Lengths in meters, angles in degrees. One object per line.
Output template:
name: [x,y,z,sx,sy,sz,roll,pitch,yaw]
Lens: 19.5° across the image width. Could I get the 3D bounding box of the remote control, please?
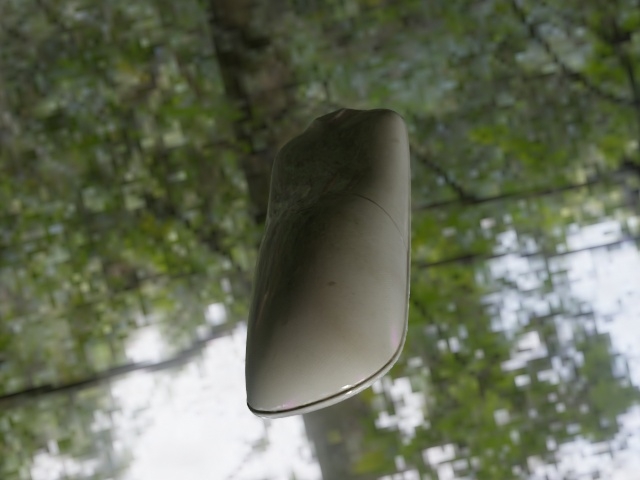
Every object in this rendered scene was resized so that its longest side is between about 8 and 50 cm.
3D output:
remote control: [0.000,0.000,0.830,0.073,0.044,0.229,-21,-150,17]
